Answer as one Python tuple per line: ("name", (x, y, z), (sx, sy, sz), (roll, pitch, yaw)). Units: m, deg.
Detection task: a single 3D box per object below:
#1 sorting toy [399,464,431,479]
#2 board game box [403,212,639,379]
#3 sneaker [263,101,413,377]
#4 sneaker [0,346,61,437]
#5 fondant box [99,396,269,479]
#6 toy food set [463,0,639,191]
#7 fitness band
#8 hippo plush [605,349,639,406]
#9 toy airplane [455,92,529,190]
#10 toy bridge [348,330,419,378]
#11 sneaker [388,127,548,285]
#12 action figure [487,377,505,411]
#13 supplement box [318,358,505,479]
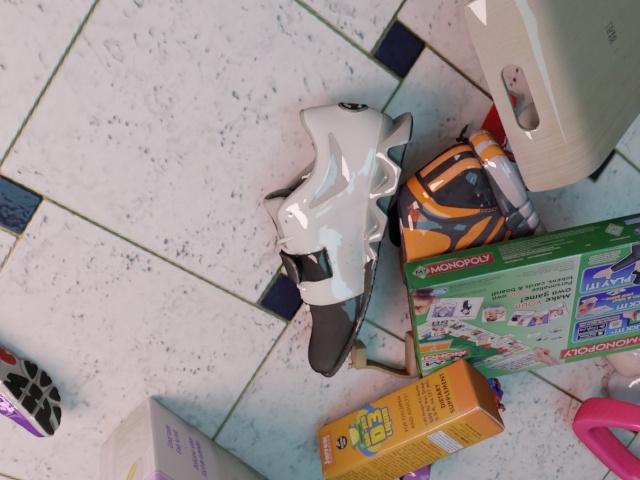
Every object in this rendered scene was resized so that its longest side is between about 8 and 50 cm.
("sorting toy", (0.047, 0.447, 0.933), (0.126, 0.127, 0.365), (19, 99, 8))
("board game box", (0.268, 0.080, 0.782), (0.317, 0.046, 0.213), (-12, 135, 2))
("sneaker", (0.000, 0.000, 0.758), (0.146, 0.122, 0.330), (10, 106, -2))
("sneaker", (-0.365, 0.163, 0.720), (0.071, 0.068, 0.170), (-40, 107, 14))
("fondant box", (-0.104, 0.363, 0.762), (0.096, 0.238, 0.330), (-46, 115, 1))
("toy food set", (0.286, -0.227, 0.733), (0.306, 0.092, 0.220), (-44, 118, -32))
("fitness band", (0.506, 0.334, 0.967), (0.291, 0.209, 0.054), (45, 68, -26))
("hippo plush", (0.596, 0.193, 0.933), (0.294, 0.236, 0.234), (-38, 114, -3))
("toy airplane", (0.238, -0.108, 0.834), (0.151, 0.028, 0.151), (-6, 111, -15))
("toy bridge", (0.127, 0.158, 0.886), (0.188, 0.026, 0.063), (-7, 110, -15))
("sneaker", (0.193, 0.012, 0.823), (0.180, 0.124, 0.321), (-31, 126, 14))
("action figure", (0.242, 0.213, 0.942), (0.038, 0.030, 0.115), (-41, 117, -7))
("supplement box", (0.110, 0.245, 0.830), (0.233, 0.078, 0.080), (-34, 129, 21))
